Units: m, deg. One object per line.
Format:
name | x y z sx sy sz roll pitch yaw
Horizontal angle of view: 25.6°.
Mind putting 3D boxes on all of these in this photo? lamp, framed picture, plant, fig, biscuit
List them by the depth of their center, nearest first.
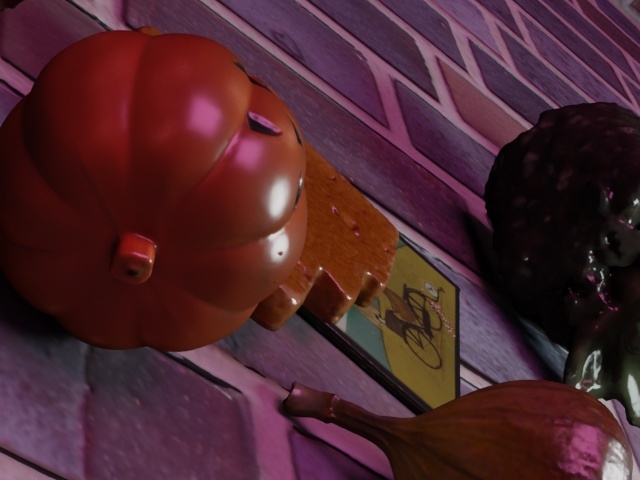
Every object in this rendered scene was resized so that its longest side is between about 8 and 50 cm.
lamp | -0.098 -0.023 0.803 0.187 0.187 0.164 40 22 -18
fig | 0.093 0.165 0.947 0.160 0.230 0.143 -82 169 -61
biscuit | -0.038 -0.029 1.069 0.306 0.043 0.284 23 32 -49
framed picture | 0.000 0.000 1.160 0.324 0.013 0.244 41 23 -15
plant | 0.294 0.022 1.387 0.213 0.215 0.312 37 27 -30

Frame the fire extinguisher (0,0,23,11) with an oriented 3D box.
fire extinguisher | -0.267 -0.292 1.064 0.147 0.106 0.337 60 7 -47
